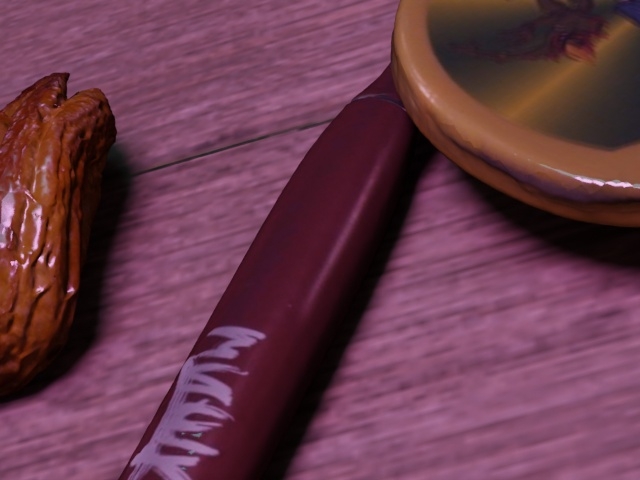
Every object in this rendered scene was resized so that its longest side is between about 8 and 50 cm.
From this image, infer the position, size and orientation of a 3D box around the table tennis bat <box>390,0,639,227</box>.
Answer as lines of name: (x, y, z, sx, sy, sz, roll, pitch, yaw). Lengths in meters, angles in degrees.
table tennis bat: (0.142, -0.039, 0.603, 0.198, 0.050, 0.321, -15, 37, -12)

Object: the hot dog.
hot dog: (-0.119, -0.010, 0.681, 0.099, 0.065, 0.147, -16, 40, 22)

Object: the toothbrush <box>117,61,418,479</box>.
toothbrush: (0.000, -0.001, 0.635, 0.040, 0.041, 0.364, 2, 43, 27)
